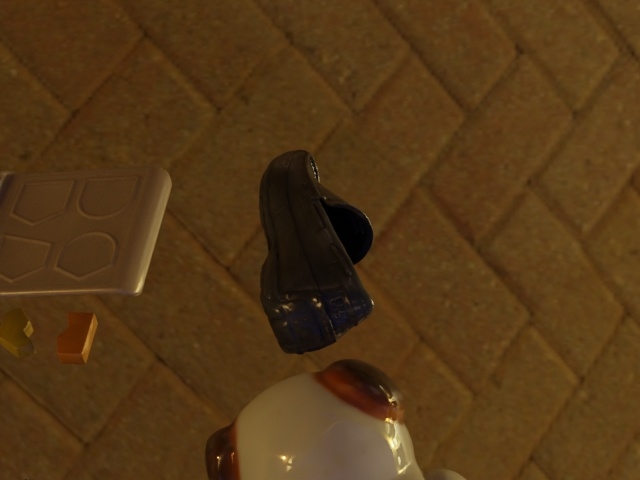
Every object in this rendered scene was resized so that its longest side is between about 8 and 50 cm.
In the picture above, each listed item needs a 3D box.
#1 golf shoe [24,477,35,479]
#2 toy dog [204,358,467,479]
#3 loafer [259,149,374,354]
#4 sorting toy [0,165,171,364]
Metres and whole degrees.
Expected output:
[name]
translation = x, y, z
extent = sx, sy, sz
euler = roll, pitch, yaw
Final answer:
[golf shoe]
translation = -0.375, 0.390, 1.616
extent = 0.086, 0.069, 0.176
euler = 28, 112, 10
[toy dog]
translation = 0.037, 0.336, 1.354
extent = 0.284, 0.408, 0.395
euler = -35, 156, 16
[loafer]
translation = 0.000, 0.000, 0.923
extent = 0.078, 0.223, 0.076
euler = -16, 121, 7
[sorting toy]
translation = -0.315, 0.027, 1.532
extent = 0.229, 0.307, 0.041
euler = 1, 136, 9
